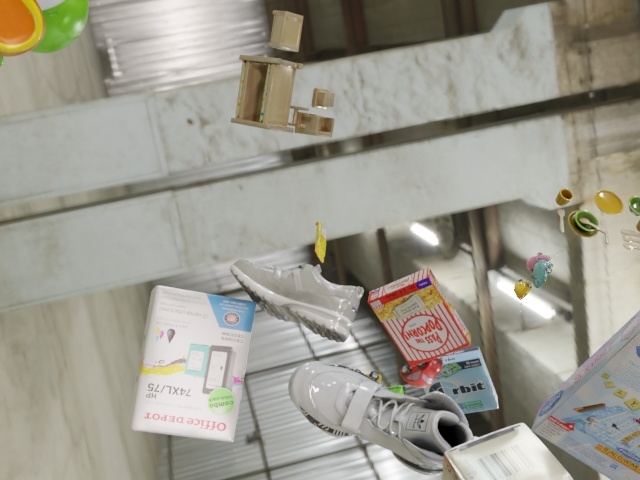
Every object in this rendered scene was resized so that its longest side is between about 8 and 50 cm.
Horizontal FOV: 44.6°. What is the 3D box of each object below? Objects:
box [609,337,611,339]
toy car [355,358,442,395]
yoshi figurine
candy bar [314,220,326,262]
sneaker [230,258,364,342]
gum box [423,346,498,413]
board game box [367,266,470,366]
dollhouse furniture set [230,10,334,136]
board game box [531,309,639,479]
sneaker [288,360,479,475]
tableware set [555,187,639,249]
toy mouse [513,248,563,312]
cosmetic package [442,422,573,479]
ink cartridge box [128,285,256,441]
[{"bbox_3d":[0.628,0.258,1.503,0.257,0.128,0.123,5,83,-72],"label":"box"},{"bbox_3d":[0.171,0.351,1.810,0.225,0.238,0.053,73,8,-55],"label":"toy car"},{"bbox_3d":[-0.300,-0.275,0.843,0.362,0.203,0.203,40,-61,58],"label":"yoshi figurine"},{"bbox_3d":[0.000,0.000,1.874,0.040,0.018,0.161,59,14,-23],"label":"candy bar"},{"bbox_3d":[-0.043,0.091,1.465,0.281,0.115,0.105,23,-21,26],"label":"sneaker"},{"bbox_3d":[0.328,0.344,1.876,0.041,0.156,0.184,-79,151,-52],"label":"gum box"},{"bbox_3d":[0.213,0.166,1.674,0.193,0.146,0.045,55,25,-20],"label":"board game box"},{"bbox_3d":[-0.051,-0.272,1.291,0.101,0.161,0.182,17,-79,40],"label":"dollhouse furniture set"},{"bbox_3d":[0.563,0.292,1.256,0.066,0.318,0.318,-55,175,-47],"label":"board game box"},{"bbox_3d":[0.125,0.318,1.451,0.137,0.365,0.210,-64,-174,-24],"label":"sneaker"},{"bbox_3d":[0.419,-0.042,1.146,0.024,0.154,0.104,111,-11,-53],"label":"tableware set"},{"bbox_3d":[0.467,0.062,1.688,0.143,0.031,0.161,-54,-178,30],"label":"toy mouse"},{"bbox_3d":[0.278,0.447,1.222,0.129,0.153,0.296,-128,-151,-50],"label":"cosmetic package"},{"bbox_3d":[-0.256,0.243,1.543,0.197,0.198,0.270,155,-55,-74],"label":"ink cartridge box"}]
